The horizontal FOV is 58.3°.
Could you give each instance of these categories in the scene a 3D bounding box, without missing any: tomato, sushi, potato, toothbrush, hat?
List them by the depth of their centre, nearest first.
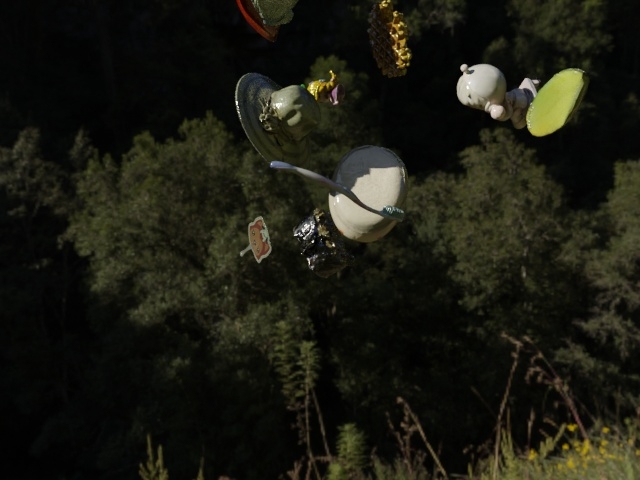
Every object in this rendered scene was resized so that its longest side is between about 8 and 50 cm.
[{"bbox_3d":[0.035,-0.088,1.028,0.269,0.027,0.021,21,15,-18],"label":"toothbrush"},{"bbox_3d":[-0.060,-0.277,1.261,0.110,0.251,0.252,-24,0,32],"label":"hat"},{"bbox_3d":[0.591,-0.340,1.416,0.054,0.197,0.119,-5,48,-26],"label":"potato"},{"bbox_3d":[0.000,0.000,1.706,0.115,0.212,0.147,-40,-40,25],"label":"sushi"},{"bbox_3d":[-0.186,-0.771,1.743,0.170,0.308,0.309,10,11,-9],"label":"tomato"}]

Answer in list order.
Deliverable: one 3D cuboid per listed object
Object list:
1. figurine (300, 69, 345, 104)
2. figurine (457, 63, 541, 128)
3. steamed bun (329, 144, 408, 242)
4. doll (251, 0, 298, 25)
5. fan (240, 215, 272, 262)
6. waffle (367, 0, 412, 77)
[{"bbox_3d":[0.000,-0.521,1.967,0.156,0.114,0.095,5,12,30],"label":"figurine"},{"bbox_3d":[0.479,-0.395,1.554,0.257,0.181,0.144,12,-21,-18],"label":"figurine"},{"bbox_3d":[0.109,-0.100,1.322,0.177,0.228,0.130,9,-20,3],"label":"steamed bun"},{"bbox_3d":[-0.086,-0.481,1.094,0.071,0.103,0.214,42,-8,14],"label":"doll"},{"bbox_3d":[-0.208,0.010,1.798,0.009,0.131,0.220,-7,-16,-33],"label":"fan"},{"bbox_3d":[0.213,-0.623,1.786,0.051,0.231,0.229,-20,12,-16],"label":"waffle"}]
